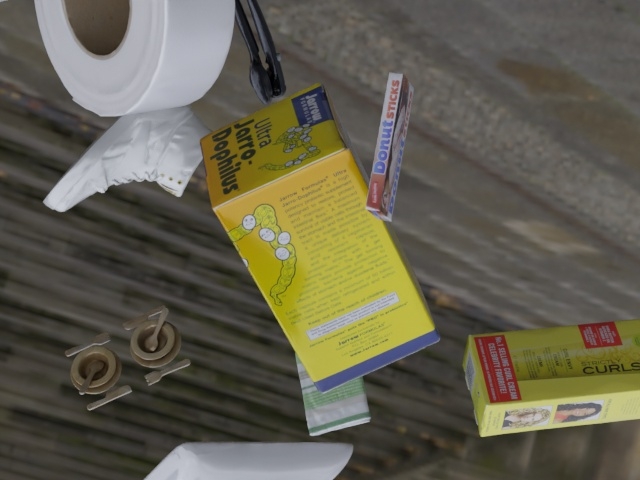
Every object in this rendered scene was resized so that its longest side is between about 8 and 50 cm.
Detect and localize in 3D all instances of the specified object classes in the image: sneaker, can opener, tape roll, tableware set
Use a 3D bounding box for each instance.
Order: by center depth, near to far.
[{"bbox_3d":[-0.223,-0.288,1.513,0.100,0.286,0.286,-15,-166,-40],"label":"tape roll"},{"bbox_3d":[-0.097,-0.313,2.087,0.059,0.186,0.073,-15,-165,-5],"label":"can opener"},{"bbox_3d":[-0.326,0.188,2.155,0.194,0.128,0.039,-25,149,-8],"label":"tableware set"},{"bbox_3d":[-0.310,-0.115,2.167,0.169,0.292,0.108,47,-178,-14],"label":"sneaker"}]

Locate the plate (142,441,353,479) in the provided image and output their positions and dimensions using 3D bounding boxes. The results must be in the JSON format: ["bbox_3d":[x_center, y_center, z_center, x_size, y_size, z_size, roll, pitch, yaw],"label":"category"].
[{"bbox_3d":[-0.127,0.338,1.609,0.277,0.045,0.278,9,136,-41],"label":"plate"}]

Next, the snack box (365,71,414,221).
[{"bbox_3d":[0.088,-0.118,1.638,0.022,0.178,0.064,7,171,18],"label":"snack box"}]

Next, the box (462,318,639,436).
[{"bbox_3d":[0.258,0.125,1.230,0.232,0.087,0.058,-5,141,-4],"label":"box"}]

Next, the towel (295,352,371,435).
[{"bbox_3d":[0.020,0.230,2.091,0.113,0.152,0.023,-18,161,24],"label":"towel"}]

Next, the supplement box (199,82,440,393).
[{"bbox_3d":[0.000,0.000,1.805,0.194,0.195,0.357,-108,-8,-56],"label":"supplement box"}]
